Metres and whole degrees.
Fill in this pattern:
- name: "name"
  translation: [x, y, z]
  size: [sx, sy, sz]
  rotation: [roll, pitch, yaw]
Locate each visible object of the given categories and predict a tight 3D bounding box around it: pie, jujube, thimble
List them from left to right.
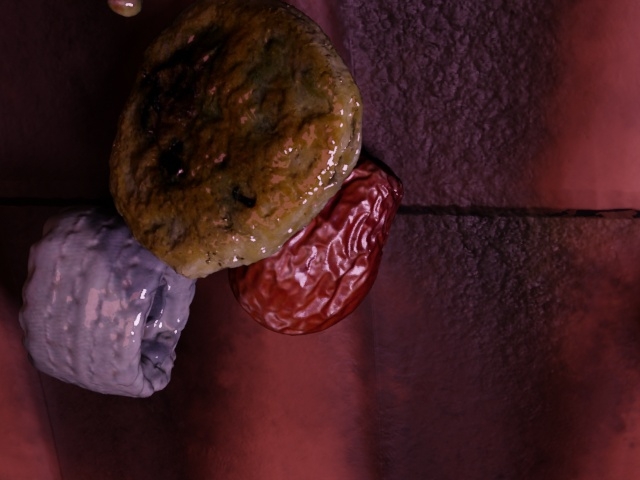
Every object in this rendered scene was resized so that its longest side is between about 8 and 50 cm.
- name: "thimble"
  translation: [-0.256, 0.077, 1.114]
  size: [0.172, 0.204, 0.250]
  rotation: [16, 139, 8]
- name: "pie"
  translation: [-0.107, -0.121, 0.980]
  size: [0.323, 0.071, 0.323]
  rotation: [-2, 85, 30]
- name: "jujube"
  translation: [0.000, 0.000, 1.041]
  size: [0.168, 0.168, 0.236]
  rotation: [36, 111, -5]

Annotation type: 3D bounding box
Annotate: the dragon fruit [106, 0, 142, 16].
- name: "dragon fruit"
  translation: [-0.187, -0.382, 0.884]
  size: [0.272, 0.218, 0.198]
  rotation: [-52, 53, 31]
